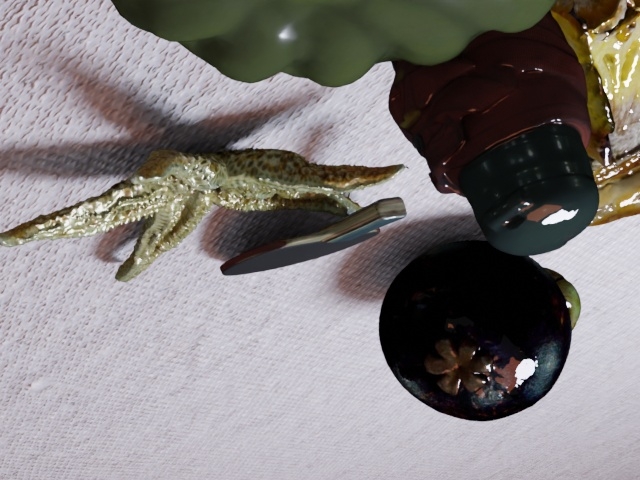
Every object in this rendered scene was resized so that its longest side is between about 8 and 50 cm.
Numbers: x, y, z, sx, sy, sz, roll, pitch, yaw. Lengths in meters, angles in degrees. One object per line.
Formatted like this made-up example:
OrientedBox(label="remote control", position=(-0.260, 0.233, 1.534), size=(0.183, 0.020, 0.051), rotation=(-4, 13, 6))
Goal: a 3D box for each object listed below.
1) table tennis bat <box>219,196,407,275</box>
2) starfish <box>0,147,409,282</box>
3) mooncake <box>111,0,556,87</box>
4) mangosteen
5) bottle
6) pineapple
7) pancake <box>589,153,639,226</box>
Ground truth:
OrientedBox(label="table tennis bat", position=(0.000, 0.000, 1.258), size=(0.154, 0.021, 0.274), rotation=(-10, 172, -31))
OrientedBox(label="starfish", position=(-0.096, -0.043, 1.117), size=(0.347, 0.078, 0.358), rotation=(-10, 168, 0))
OrientedBox(label="mooncake", position=(0.024, -0.240, 0.710), size=(0.356, 0.194, 0.356), rotation=(-14, 152, -8))
OrientedBox(label="mangosteen", position=(0.183, 0.097, 1.449), size=(0.243, 0.243, 0.243), rotation=(-14, 153, -7))
OrientedBox(label="bottle", position=(0.119, -0.113, 0.916), size=(0.156, 0.271, 0.143), rotation=(11, 142, -43))
OrientedBox(label="pineapple", position=(0.266, -0.156, 1.067), size=(0.236, 0.114, 0.186), rotation=(1, 121, -33))
OrientedBox(label="pancake", position=(0.369, -0.099, 1.332), size=(0.266, 0.057, 0.244), rotation=(-17, 153, 1))
